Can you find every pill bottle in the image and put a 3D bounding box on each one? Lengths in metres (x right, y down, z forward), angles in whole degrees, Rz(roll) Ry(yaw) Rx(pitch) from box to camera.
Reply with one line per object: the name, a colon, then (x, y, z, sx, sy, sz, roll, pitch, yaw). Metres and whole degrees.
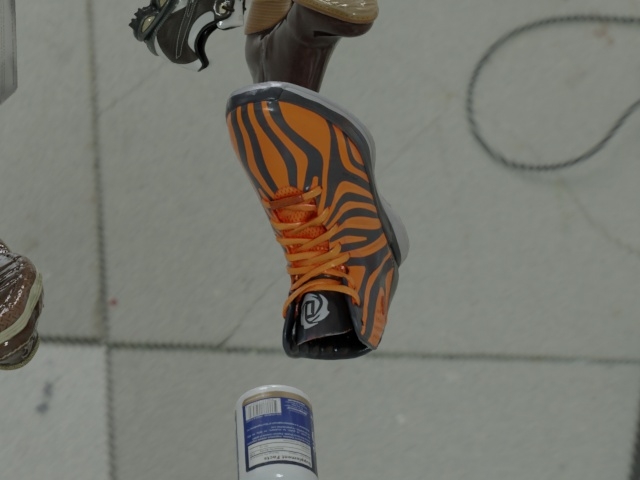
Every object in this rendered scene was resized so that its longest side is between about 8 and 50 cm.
pill bottle: (-0.036, 0.184, 1.537, 0.067, 0.067, 0.120, 11, 49, -20)

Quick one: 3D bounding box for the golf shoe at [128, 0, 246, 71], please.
golf shoe: (-0.095, -0.253, 1.795, 0.094, 0.198, 0.077, 38, 18, 9)

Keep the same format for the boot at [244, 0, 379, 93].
boot: (-0.010, -0.187, 2.100, 0.090, 0.248, 0.206, -6, 105, -27)

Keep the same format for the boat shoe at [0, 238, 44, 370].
boat shoe: (-0.272, 0.066, 1.618, 0.095, 0.257, 0.095, -29, 109, -4)

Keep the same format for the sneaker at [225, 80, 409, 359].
sneaker: (0.000, 0.000, 1.779, 0.321, 0.125, 0.180, 52, 36, -44)

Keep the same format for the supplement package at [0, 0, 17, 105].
supplement package: (-0.325, -0.135, 1.186, 0.178, 0.175, 0.293, 7, 24, 10)
